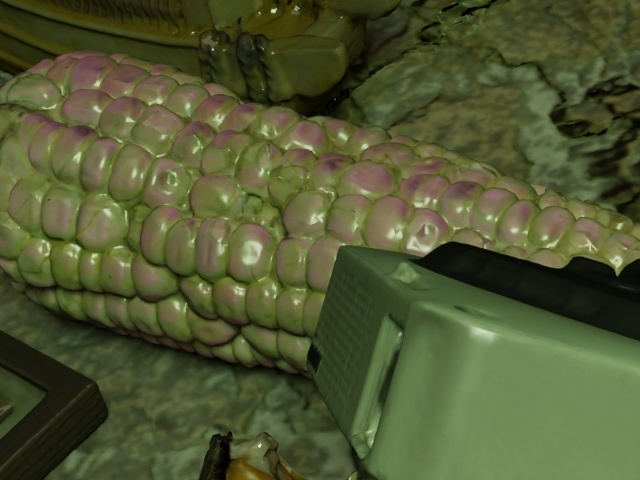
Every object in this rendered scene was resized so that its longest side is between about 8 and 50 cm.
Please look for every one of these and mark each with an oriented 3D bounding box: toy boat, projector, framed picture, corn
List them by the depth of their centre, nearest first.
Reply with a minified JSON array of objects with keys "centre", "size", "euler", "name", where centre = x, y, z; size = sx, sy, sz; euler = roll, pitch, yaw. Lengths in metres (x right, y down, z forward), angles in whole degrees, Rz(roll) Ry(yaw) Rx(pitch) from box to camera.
[{"centre":[0.133,0.056,0.585],"size":[0.259,0.079,0.257],"euler":[17,2,-5],"name":"projector"},{"centre":[-0.001,-0.001,0.825],"size":[0.335,0.126,0.126],"euler":[13,48,26],"name":"corn"},{"centre":[-0.196,0.079,0.863],"size":[0.168,0.023,0.128],"euler":[23,54,36],"name":"framed picture"},{"centre":[-0.095,-0.130,0.997],"size":[0.310,0.115,0.089],"euler":[20,51,34],"name":"toy boat"}]

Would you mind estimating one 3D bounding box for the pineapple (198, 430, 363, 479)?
[{"centre":[0.070,0.199,0.543],"size":[0.272,0.262,0.262],"euler":[14,44,-2],"name":"pineapple"}]
